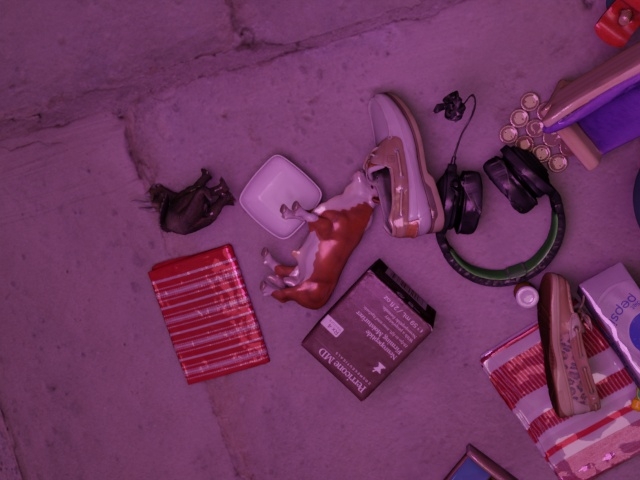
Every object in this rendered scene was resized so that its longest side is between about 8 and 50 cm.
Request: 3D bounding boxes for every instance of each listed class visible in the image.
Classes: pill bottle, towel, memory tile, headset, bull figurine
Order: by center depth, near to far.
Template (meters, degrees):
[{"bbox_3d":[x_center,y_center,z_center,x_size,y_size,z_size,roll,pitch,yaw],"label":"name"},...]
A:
[{"bbox_3d":[0.313,-0.090,1.382,0.243,0.185,0.394,-21,104,12],"label":"headset"},{"bbox_3d":[0.433,-0.209,1.434,0.148,0.012,0.113,31,101,5],"label":"memory tile"},{"bbox_3d":[0.400,0.104,1.440,0.043,0.083,0.043,1,97,10],"label":"pill bottle"},{"bbox_3d":[0.000,0.000,1.468,0.188,0.101,0.310,14,107,-24],"label":"bull figurine"},{"bbox_3d":[0.503,0.311,1.471,0.237,0.037,0.329,-35,89,11],"label":"towel"},{"bbox_3d":[-0.240,0.158,1.591,0.199,0.031,0.275,-17,95,10],"label":"towel"}]

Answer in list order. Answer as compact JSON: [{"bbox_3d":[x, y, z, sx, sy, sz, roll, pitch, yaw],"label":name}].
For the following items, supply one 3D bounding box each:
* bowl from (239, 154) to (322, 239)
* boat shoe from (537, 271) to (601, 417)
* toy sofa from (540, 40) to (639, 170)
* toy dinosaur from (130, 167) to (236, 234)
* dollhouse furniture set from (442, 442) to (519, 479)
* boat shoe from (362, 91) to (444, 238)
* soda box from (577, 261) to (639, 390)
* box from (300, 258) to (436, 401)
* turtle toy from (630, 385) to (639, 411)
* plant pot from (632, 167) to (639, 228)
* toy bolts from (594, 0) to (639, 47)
[{"bbox_3d":[-0.078,-0.089,1.520,0.142,0.053,0.142,42,101,4],"label":"bowl"},{"bbox_3d":[0.473,0.195,1.407,0.089,0.104,0.285,-8,102,5],"label":"boat shoe"},{"bbox_3d":[0.559,-0.256,1.229,0.150,0.177,0.362,46,138,-12],"label":"toy sofa"},{"bbox_3d":[-0.256,-0.060,1.481,0.160,0.313,0.121,-41,116,-10],"label":"toy dinosaur"},{"bbox_3d":[0.317,0.585,1.400,0.286,0.303,0.198,36,102,4],"label":"dollhouse furniture set"},{"bbox_3d":[0.137,-0.147,1.400,0.103,0.113,0.302,-13,69,-14],"label":"boat shoe"},{"bbox_3d":[0.591,0.186,1.361,0.091,0.098,0.286,-31,70,8],"label":"soda box"},{"bbox_3d":[0.100,0.171,1.459,0.168,0.167,0.203,42,102,3],"label":"box"},{"bbox_3d":[0.663,0.297,1.410,0.130,0.066,0.095,23,80,-5],"label":"turtle toy"},{"bbox_3d":[0.688,-0.078,1.289,0.293,0.235,0.293,1,98,11],"label":"plant pot"},{"bbox_3d":[0.603,-0.375,1.348,0.228,0.158,0.218,39,142,-6],"label":"toy bolts"}]
